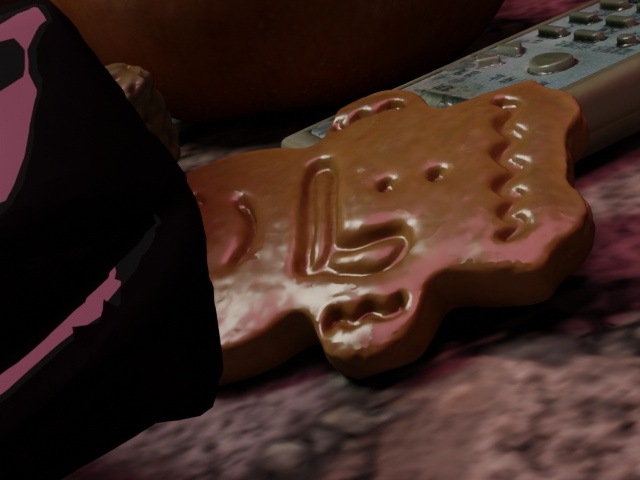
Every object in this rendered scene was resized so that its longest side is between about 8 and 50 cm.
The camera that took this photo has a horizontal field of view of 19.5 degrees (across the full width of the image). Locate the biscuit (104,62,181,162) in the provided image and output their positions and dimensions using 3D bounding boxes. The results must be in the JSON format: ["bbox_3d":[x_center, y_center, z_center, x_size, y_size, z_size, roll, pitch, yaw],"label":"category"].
[{"bbox_3d":[-0.145,-0.037,0.822,0.169,0.070,0.082,-4,31,26],"label":"biscuit"}]

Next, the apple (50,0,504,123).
[{"bbox_3d":[-0.019,-0.145,0.871,0.235,0.173,0.210,9,26,33],"label":"apple"}]

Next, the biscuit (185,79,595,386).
[{"bbox_3d":[0.003,-0.005,0.622,0.184,0.027,0.133,-6,41,24],"label":"biscuit"}]

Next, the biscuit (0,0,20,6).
[{"bbox_3d":[-0.256,-0.064,0.622,0.262,0.052,0.277,-13,2,37],"label":"biscuit"}]

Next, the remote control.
[{"bbox_3d":[0.100,-0.063,0.743,0.233,0.038,0.098,-26,21,-24],"label":"remote control"}]

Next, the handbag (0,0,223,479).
[{"bbox_3d":[-0.228,0.065,0.496,0.342,0.152,0.288,-9,27,45],"label":"handbag"}]
